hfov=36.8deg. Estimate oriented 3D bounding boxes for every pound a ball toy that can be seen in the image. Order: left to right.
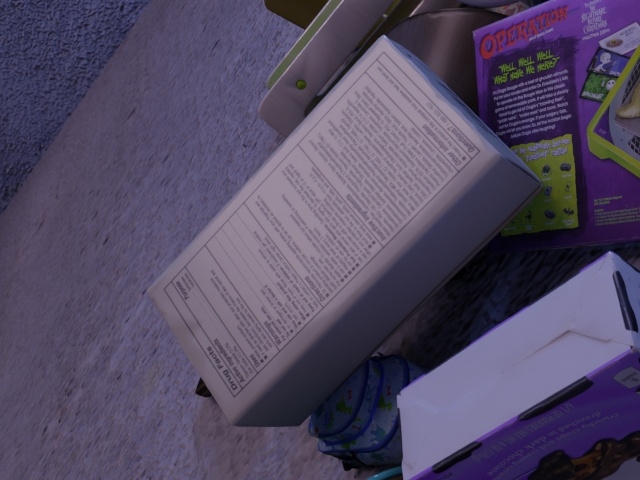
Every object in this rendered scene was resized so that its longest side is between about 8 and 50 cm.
[{"bbox_3d":[0.074,-0.265,1.185,0.319,0.136,0.208,-48,15,20],"label":"pound a ball toy"}]

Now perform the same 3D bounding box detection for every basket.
[{"bbox_3d":[0.113,-0.087,0.952,0.204,0.154,0.226,-11,57,55],"label":"basket"}]

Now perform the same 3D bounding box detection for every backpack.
[{"bbox_3d":[0.047,0.152,0.880,0.114,0.084,0.105,-15,52,51],"label":"backpack"}]

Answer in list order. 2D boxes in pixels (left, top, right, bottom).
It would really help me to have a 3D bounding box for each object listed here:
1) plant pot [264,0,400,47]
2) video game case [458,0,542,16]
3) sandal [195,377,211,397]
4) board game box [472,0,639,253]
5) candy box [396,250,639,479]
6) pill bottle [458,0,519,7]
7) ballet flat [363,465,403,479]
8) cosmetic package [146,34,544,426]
[{"bbox_3d":[0.031,-0.396,1.380,0.187,0.212,0.212,-30,36,65],"label":"plant pot"},{"bbox_3d":[0.167,-0.249,1.162,0.227,0.026,0.206,-40,32,34],"label":"video game case"},{"bbox_3d":[-0.099,0.157,1.178,0.219,0.060,0.090,-44,20,59],"label":"sandal"},{"bbox_3d":[0.251,-0.103,0.728,0.347,0.056,0.208,-8,89,58],"label":"board game box"},{"bbox_3d":[0.173,0.115,0.561,0.165,0.196,0.070,-41,31,34],"label":"candy box"},{"bbox_3d":[0.200,-0.326,0.973,0.146,0.146,0.264,-42,0,32],"label":"pill bottle"},{"bbox_3d":[-0.022,0.297,0.836,0.348,0.123,0.123,-36,34,43],"label":"ballet flat"},{"bbox_3d":[0.016,0.001,0.821,0.309,0.113,0.160,-45,61,16],"label":"cosmetic package"}]
